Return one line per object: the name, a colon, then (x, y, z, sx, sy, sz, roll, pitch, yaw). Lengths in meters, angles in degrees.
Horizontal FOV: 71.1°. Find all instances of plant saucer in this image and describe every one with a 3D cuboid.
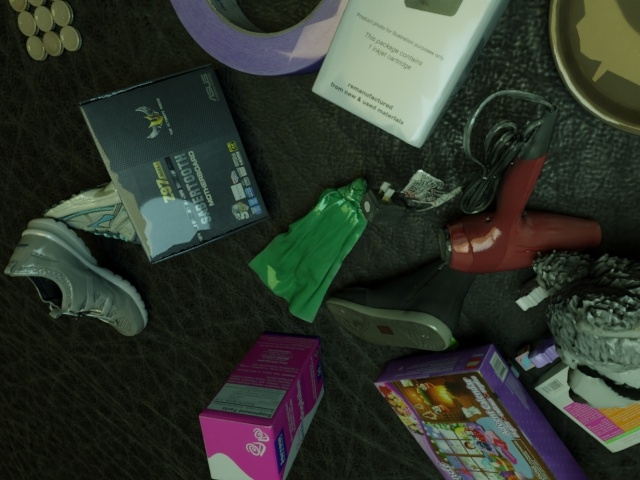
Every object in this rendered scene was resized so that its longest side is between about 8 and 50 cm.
plant saucer: (0.381, -0.246, 0.454, 0.277, 0.041, 0.278, 6, 111, 17)

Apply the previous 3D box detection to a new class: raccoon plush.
raccoon plush: (0.438, 0.017, 0.460, 0.299, 0.216, 0.447, 37, 88, -2)

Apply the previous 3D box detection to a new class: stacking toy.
stacking toy: (0.279, 0.172, 0.618, 0.167, 0.052, 0.221, 47, 122, 6)

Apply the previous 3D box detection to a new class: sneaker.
sneaker: (-0.334, -0.039, 0.737, 0.282, 0.110, 0.122, -17, 107, 24)
sneaker: (-0.415, 0.093, 0.769, 0.105, 0.115, 0.281, -4, 137, 28)
sneaker: (0.114, 0.086, 0.656, 0.221, 0.118, 0.083, 2, 134, 47)

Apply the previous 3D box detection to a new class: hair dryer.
hair dryer: (0.214, -0.029, 0.507, 0.293, 0.080, 0.223, 16, 149, -30)

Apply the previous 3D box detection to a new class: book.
book: (0.393, 0.225, 0.630, 0.144, 0.035, 0.096, 40, 120, 2)

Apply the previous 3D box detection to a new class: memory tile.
memory tile: (-0.437, -0.367, 0.701, 0.113, 0.012, 0.148, -5, 108, 20)

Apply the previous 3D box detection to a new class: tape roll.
tape roll: (-0.052, -0.344, 0.537, 0.274, 0.090, 0.275, 6, 110, 17)

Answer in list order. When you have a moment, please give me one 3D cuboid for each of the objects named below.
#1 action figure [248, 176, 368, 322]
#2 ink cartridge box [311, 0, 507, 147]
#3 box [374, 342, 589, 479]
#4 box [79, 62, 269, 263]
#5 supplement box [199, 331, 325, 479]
action figure: (0.000, 0.000, 0.661, 0.137, 0.063, 0.232, 39, 121, 4)
ink cartridge box: (0.129, -0.258, 0.441, 0.121, 0.211, 0.289, 30, 115, 8)
box: (0.237, 0.293, 0.653, 0.293, 0.057, 0.200, 53, 141, -5)
box: (-0.199, -0.107, 0.639, 0.183, 0.059, 0.233, -22, 103, -13)
supplement box: (-0.078, 0.248, 0.691, 0.113, 0.220, 0.112, 2, 110, 18)
